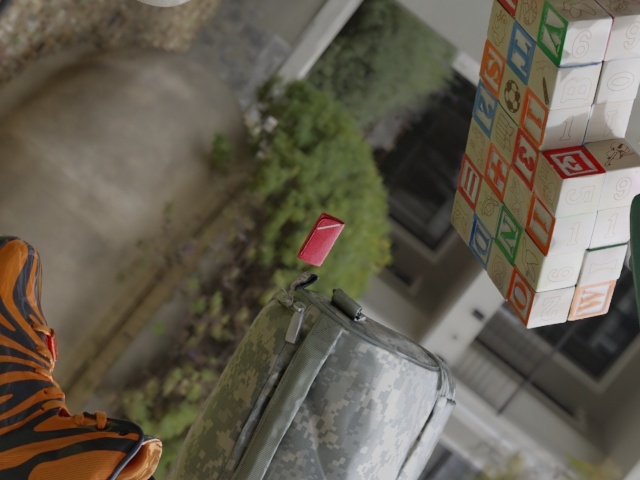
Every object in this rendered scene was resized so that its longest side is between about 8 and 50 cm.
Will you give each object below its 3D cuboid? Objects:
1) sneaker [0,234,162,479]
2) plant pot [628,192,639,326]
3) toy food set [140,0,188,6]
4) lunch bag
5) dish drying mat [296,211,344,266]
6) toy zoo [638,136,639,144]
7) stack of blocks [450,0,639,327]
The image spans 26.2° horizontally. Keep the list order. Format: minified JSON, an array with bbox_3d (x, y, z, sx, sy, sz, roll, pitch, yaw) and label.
[{"bbox_3d":[-0.205,0.132,1.050,0.125,0.180,0.321,83,7,-52],"label":"sneaker"},{"bbox_3d":[0.352,0.037,0.942,0.255,0.272,0.271,-9,-166,18],"label":"plant pot"},{"bbox_3d":[-0.038,-0.315,1.019,0.306,0.092,0.220,-37,171,-13],"label":"toy food set"},{"bbox_3d":[-0.019,0.199,1.349,0.305,0.212,0.256,-62,164,-1],"label":"lunch bag"},{"bbox_3d":[0.000,0.000,1.638,0.008,0.032,0.083,-76,-168,-45],"label":"dish drying mat"},{"bbox_3d":[0.468,-0.120,1.455,0.030,0.293,0.192,-48,168,-41],"label":"toy zoo"},{"bbox_3d":[0.212,-0.091,1.240,0.087,0.171,0.297,-9,129,-19],"label":"stack of blocks"}]
